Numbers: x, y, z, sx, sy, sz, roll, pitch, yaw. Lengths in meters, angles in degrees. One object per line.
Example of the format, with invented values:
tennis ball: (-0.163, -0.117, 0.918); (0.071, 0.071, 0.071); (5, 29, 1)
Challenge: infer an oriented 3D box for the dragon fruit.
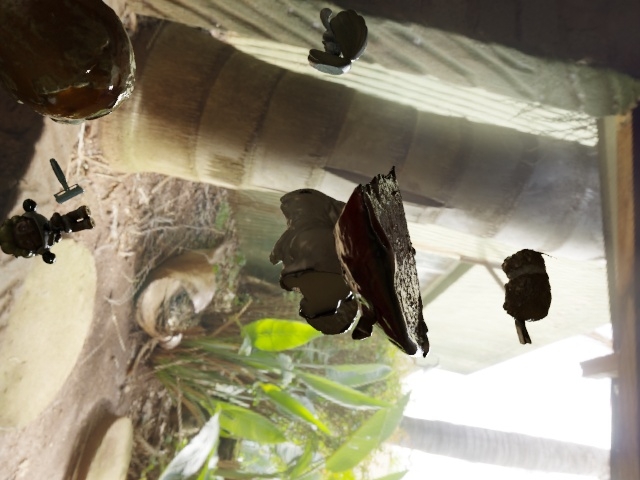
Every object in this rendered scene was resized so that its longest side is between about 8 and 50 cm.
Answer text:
dragon fruit: (0.085, 0.044, 0.730); (0.343, 0.100, 0.283); (-29, 102, -74)

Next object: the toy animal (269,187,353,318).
toy animal: (0.000, 0.000, 1.278); (0.358, 0.257, 0.194); (-90, 170, -45)

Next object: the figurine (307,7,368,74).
figurine: (0.031, -0.300, 0.780); (0.082, 0.094, 0.086); (15, -88, 44)

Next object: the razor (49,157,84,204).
razor: (-0.647, -0.157, 1.282); (0.135, 0.068, 0.040); (53, -15, 26)

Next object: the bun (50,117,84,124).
bun: (-0.529, -0.373, 1.028); (0.273, 0.168, 0.273); (50, -22, 29)

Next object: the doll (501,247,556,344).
doll: (0.466, 0.125, 1.169); (0.114, 0.105, 0.222); (-4, -110, 48)

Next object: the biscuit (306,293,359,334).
biscuit: (0.048, 0.205, 1.511); (0.032, 0.133, 0.250); (-12, 147, -47)

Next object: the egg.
egg: (-0.377, -0.278, 0.740); (0.233, 0.194, 0.195); (59, 36, -59)

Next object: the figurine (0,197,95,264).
figurine: (-0.590, -0.022, 1.099); (0.093, 0.196, 0.147); (-51, 123, -80)
